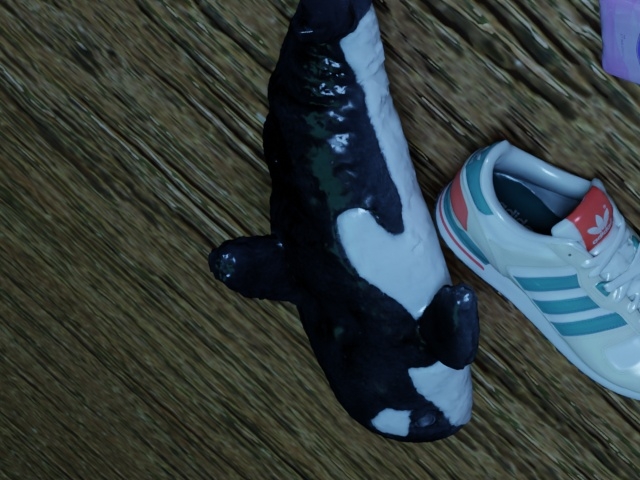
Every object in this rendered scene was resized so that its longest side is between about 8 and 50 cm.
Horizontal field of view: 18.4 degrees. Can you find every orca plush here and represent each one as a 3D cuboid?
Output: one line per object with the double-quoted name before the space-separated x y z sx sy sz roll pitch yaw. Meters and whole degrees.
"orca plush" 0.000 0.000 0.930 0.287 0.102 0.151 80 164 -52

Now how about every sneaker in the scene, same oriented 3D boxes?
"sneaker" 0.125 0.014 0.904 0.161 0.057 0.075 39 158 7

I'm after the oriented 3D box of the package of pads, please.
"package of pads" 0.148 -0.077 0.769 0.083 0.032 0.050 23 151 28
